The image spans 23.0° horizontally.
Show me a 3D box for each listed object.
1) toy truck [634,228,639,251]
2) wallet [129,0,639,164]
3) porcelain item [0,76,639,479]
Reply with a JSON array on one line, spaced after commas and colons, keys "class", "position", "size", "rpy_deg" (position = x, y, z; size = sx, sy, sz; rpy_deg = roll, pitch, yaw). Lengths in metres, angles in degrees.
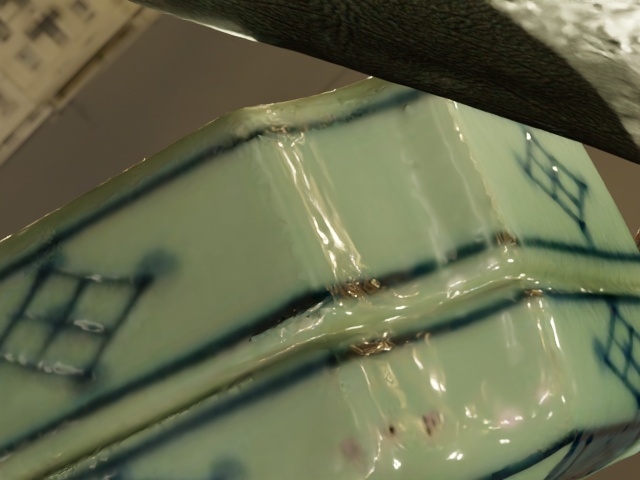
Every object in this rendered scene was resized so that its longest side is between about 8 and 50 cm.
[{"class": "toy truck", "position": [0.268, 0.038, 0.707], "size": [0.252, 0.114, 0.107], "rpy_deg": [9, -147, 24]}, {"class": "wallet", "position": [0.024, -0.065, 0.334], "size": [0.172, 0.318, 0.045], "rpy_deg": [46, 63, -74]}, {"class": "porcelain item", "position": [-0.014, 0.064, 0.633], "size": [0.281, 0.157, 0.286], "rpy_deg": [-26, 166, 21]}]
